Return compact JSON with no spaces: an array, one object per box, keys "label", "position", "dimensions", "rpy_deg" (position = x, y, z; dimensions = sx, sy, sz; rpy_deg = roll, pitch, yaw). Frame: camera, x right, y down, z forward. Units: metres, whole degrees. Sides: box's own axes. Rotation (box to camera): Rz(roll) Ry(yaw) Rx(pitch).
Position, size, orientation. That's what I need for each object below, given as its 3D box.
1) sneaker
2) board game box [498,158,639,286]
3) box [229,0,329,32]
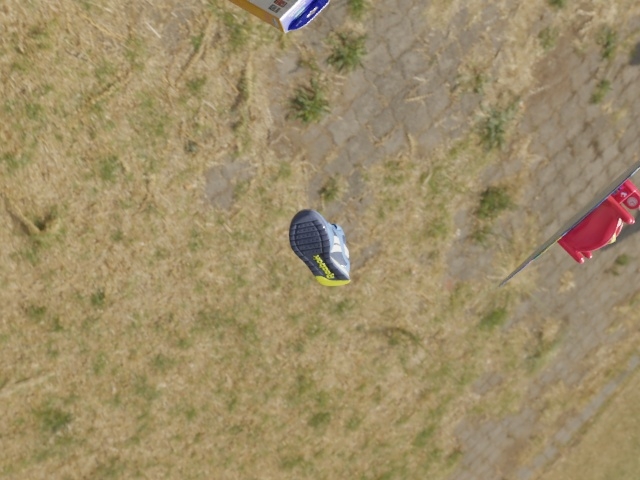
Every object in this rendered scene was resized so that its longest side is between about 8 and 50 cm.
[{"label":"sneaker","position":[0.000,0.000,0.883],"dimensions":[0.053,0.059,0.144],"rpy_deg":[-3,144,18]},{"label":"board game box","position":[0.204,-0.012,0.507],"dimensions":[0.168,0.033,0.133],"rpy_deg":[-37,169,-25]},{"label":"box","position":[-0.054,-0.303,0.843],"dimensions":[0.081,0.136,0.028],"rpy_deg":[-48,150,-10]}]
